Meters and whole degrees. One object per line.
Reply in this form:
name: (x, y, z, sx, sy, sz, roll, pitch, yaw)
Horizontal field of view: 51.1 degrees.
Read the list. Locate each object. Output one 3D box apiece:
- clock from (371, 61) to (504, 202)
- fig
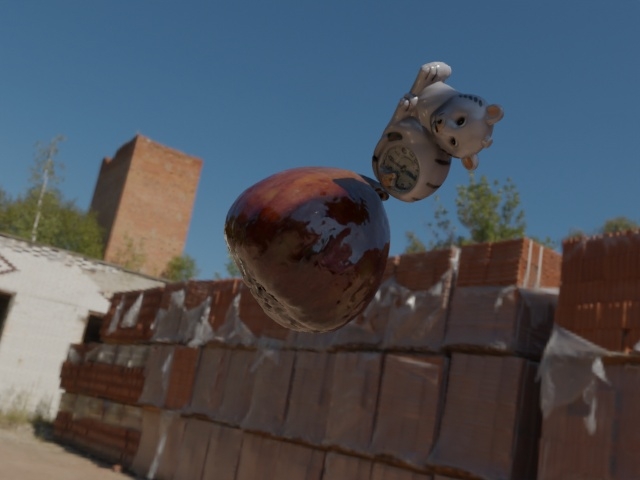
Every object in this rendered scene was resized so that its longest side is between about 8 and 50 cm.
clock: (0.140, -0.113, 0.817, 0.080, 0.176, 0.117, -13, 50, -45)
fig: (-0.010, 0.007, 0.904, 0.224, 0.223, 0.263, 5, 23, 21)
